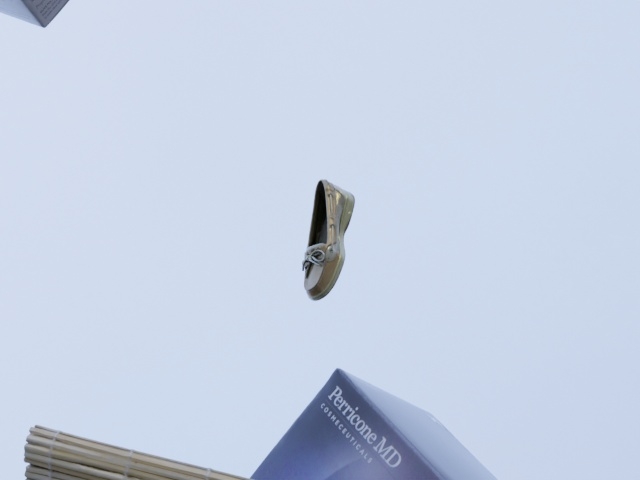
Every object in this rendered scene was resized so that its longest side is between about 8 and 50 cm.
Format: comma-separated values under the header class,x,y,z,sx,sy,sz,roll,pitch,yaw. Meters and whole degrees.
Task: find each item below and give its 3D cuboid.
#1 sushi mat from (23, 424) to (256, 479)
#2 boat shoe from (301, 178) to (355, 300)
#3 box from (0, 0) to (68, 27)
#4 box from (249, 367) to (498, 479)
class,x,y,z,sx,sy,sz,roll,pitch,yaw
sushi mat,-0.093,0.239,0.676,0.316,0.019,0.152,8,-82,19
boat shoe,0.001,-0.001,1.111,0.048,0.153,0.056,30,-28,-29
box,-0.282,-0.273,0.865,0.102,0.101,0.087,-56,-33,-16
box,0.049,0.320,0.771,0.294,0.296,0.182,-51,-43,3
